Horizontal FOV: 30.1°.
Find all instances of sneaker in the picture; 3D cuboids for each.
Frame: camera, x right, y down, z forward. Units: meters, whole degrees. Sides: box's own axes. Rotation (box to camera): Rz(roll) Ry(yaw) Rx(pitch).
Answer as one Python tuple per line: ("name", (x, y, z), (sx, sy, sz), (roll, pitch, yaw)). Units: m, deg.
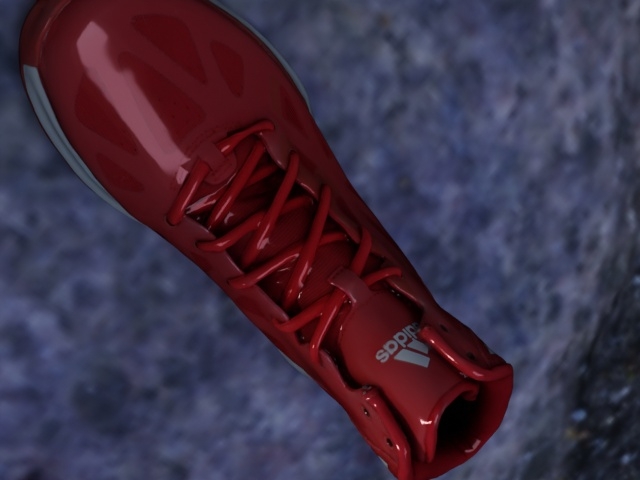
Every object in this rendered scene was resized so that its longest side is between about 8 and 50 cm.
("sneaker", (0.000, 0.000, 0.403), (0.087, 0.128, 0.221), (-49, 127, -3))
